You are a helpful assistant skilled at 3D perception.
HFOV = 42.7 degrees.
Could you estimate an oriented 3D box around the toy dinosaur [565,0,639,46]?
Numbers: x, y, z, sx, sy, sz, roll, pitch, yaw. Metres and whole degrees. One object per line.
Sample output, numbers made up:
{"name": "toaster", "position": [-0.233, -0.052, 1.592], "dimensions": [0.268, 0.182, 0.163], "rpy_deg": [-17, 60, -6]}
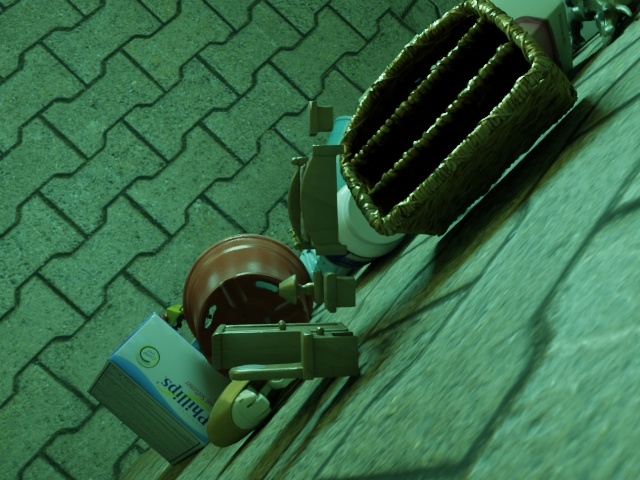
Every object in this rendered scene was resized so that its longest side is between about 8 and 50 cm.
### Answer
{"name": "toy dinosaur", "position": [0.429, -0.434, 1.361], "dimensions": [0.121, 0.314, 0.160], "rpy_deg": [-22, -27, -10]}

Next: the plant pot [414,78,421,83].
{"name": "plant pot", "position": [0.230, -0.256, 1.775], "dimensions": [0.212, 0.236, 0.236], "rpy_deg": [-41, 1, -7]}

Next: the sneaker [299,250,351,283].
{"name": "sneaker", "position": [0.024, -0.012, 1.835], "dimensions": [0.150, 0.135, 0.366], "rpy_deg": [16, -52, -40]}

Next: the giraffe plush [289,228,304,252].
{"name": "giraffe plush", "position": [0.000, 0.000, 2.314], "dimensions": [0.210, 0.170, 0.181], "rpy_deg": [-49, 3, -41]}

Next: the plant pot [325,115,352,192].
{"name": "plant pot", "position": [0.099, -0.152, 2.189], "dimensions": [0.255, 0.271, 0.271], "rpy_deg": [-62, 5, -11]}

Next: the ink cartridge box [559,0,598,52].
{"name": "ink cartridge box", "position": [0.452, -0.467, 1.529], "dimensions": [0.114, 0.197, 0.273], "rpy_deg": [-49, 2, -26]}

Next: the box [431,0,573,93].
{"name": "box", "position": [0.301, -0.284, 1.370], "dimensions": [0.232, 0.126, 0.149], "rpy_deg": [-48, -40, -15]}

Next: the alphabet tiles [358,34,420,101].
{"name": "alphabet tiles", "position": [0.241, -0.312, 1.968], "dimensions": [0.011, 0.285, 0.342], "rpy_deg": [-11, -29, -52]}

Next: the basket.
{"name": "basket", "position": [0.153, -0.171, 1.082], "dimensions": [0.299, 0.213, 0.223], "rpy_deg": [-46, -20, 20]}

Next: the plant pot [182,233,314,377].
{"name": "plant pot", "position": [-0.134, 0.139, 1.560], "dimensions": [0.272, 0.272, 0.265], "rpy_deg": [-47, 10, 1]}

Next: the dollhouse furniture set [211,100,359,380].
{"name": "dollhouse furniture set", "position": [-0.055, -0.018, 1.052], "dimensions": [0.303, 0.173, 0.356], "rpy_deg": [-178, 86, -86]}

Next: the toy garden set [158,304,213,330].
{"name": "toy garden set", "position": [-0.234, 0.114, 1.796], "dimensions": [0.244, 0.049, 0.203], "rpy_deg": [-44, -13, 26]}

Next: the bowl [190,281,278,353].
{"name": "bowl", "position": [-0.142, 0.186, 1.847], "dimensions": [0.311, 0.163, 0.311], "rpy_deg": [-47, 3, 3]}

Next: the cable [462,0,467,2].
{"name": "cable", "position": [0.366, -0.562, 1.789], "dimensions": [0.184, 0.047, 0.150], "rpy_deg": [-48, 2, 15]}

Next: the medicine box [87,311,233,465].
{"name": "medicine box", "position": [-0.341, 0.330, 1.778], "dimensions": [0.149, 0.263, 0.289], "rpy_deg": [-50, 3, -33]}

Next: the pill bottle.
{"name": "pill bottle", "position": [0.082, -0.035, 1.569], "dimensions": [0.153, 0.153, 0.264], "rpy_deg": [-48, 2, -15]}

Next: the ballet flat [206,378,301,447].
{"name": "ballet flat", "position": [-0.083, 0.222, 1.245], "dimensions": [0.232, 0.080, 0.073], "rpy_deg": [-49, 17, -13]}
